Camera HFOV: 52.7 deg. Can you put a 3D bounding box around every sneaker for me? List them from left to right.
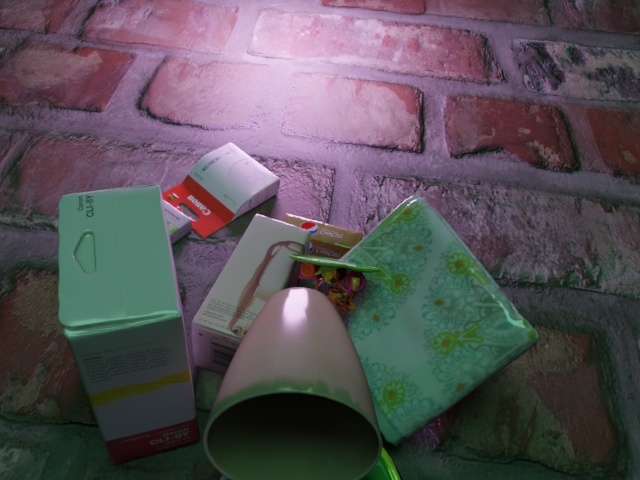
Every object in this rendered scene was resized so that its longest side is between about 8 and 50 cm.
[{"bbox_3d":[0.042,0.370,1.093,0.123,0.109,0.295,-37,57,-12],"label":"sneaker"}]

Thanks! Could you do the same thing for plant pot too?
[{"bbox_3d":[-0.037,0.213,1.028,0.256,0.257,0.274,4,38,-2],"label":"plant pot"}]

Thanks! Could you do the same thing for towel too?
[{"bbox_3d":[0.163,0.134,1.197,0.320,0.090,0.375,-43,52,14],"label":"towel"}]

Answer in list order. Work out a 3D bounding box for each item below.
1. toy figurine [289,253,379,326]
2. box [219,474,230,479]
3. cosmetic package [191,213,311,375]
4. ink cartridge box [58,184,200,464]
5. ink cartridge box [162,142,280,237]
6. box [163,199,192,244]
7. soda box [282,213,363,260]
[{"bbox_3d":[0.015,0.117,1.208,0.173,0.159,0.130,9,2,17],"label":"toy figurine"},{"bbox_3d":[-0.029,0.471,1.002,0.323,0.063,0.067,28,51,19],"label":"box"},{"bbox_3d":[-0.130,0.110,1.272,0.129,0.153,0.296,17,49,8],"label":"cosmetic package"},{"bbox_3d":[-0.306,0.142,1.063,0.160,0.385,0.279,-9,49,-14],"label":"ink cartridge box"},{"bbox_3d":[-0.243,-0.128,1.548,0.189,0.066,0.232,38,51,26],"label":"ink cartridge box"},{"bbox_3d":[-0.403,-0.021,1.444,0.145,0.038,0.186,33,52,23],"label":"box"},{"bbox_3d":[0.000,0.000,1.444,0.181,0.061,0.058,14,47,7],"label":"soda box"}]
